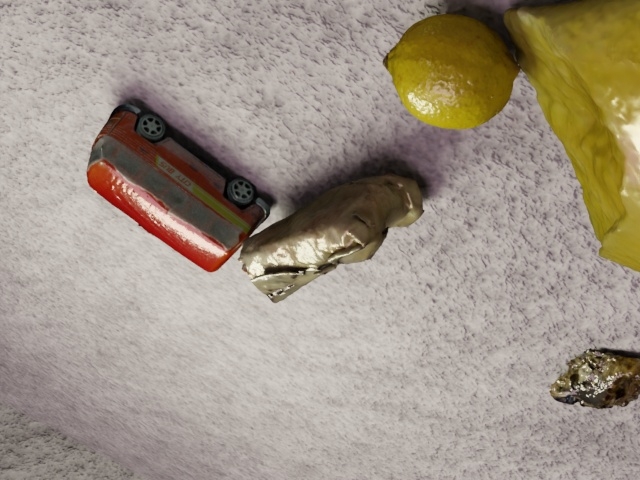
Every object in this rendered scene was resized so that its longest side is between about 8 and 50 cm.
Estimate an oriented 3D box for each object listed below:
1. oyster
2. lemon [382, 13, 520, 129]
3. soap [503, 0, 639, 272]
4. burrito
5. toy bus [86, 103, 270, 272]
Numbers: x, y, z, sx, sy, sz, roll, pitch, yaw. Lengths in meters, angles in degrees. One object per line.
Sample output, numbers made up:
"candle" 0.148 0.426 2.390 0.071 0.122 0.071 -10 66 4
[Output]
"oyster" 0.373 0.191 1.163 0.103 0.051 0.148 22 137 3
"lemon" 0.125 -0.162 0.847 0.133 0.109 0.109 11 143 18
"soap" 0.308 -0.061 0.697 0.427 0.115 0.306 22 143 61
"burrito" -0.010 0.004 1.136 0.347 0.175 0.107 -25 87 55
"toy bus" -0.212 -0.070 1.250 0.265 0.120 0.121 37 146 -8
